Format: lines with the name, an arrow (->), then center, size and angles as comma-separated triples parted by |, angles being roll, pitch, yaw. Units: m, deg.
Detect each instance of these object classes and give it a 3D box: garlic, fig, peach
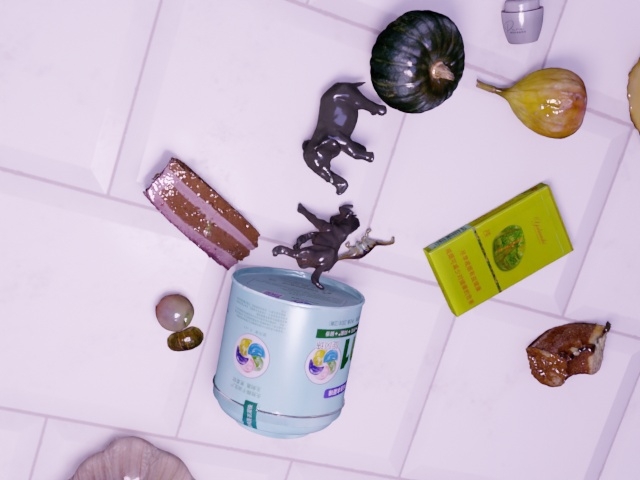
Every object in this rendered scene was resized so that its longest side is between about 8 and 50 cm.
garlic -> -0.404, 0.583, 1.653 | 0.321, 0.241, 0.322 | -8, 103, -35
fig -> 0.471, -0.321, 1.715 | 0.257, 0.159, 0.159 | 15, 99, 0
peach -> -0.313, 0.154, 1.642 | 0.083, 0.083, 0.083 | -3, 104, -14

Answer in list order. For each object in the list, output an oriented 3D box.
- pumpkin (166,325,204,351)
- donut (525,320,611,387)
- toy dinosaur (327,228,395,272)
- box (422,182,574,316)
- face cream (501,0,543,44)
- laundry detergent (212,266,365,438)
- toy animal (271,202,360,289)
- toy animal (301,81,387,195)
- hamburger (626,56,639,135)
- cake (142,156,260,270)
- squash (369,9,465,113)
pumpkin -> -0.298, 0.223, 1.688 | 0.083, 0.028, 0.050 | -18, 108, -5
donut -> 0.618, 0.278, 1.897 | 0.186, 0.144, 0.126 | -27, 118, -39
toy dinosaur -> 0.087, 0.014, 1.733 | 0.180, 0.037, 0.058 | -22, 102, -9
box -> 0.426, 0.022, 1.817 | 0.335, 0.047, 0.187 | -29, 108, -6
face cream -> 0.443, -0.484, 1.681 | 0.091, 0.091, 0.095 | -14, 114, -11
laundry detergent -> -0.073, 0.239, 1.613 | 0.287, 0.287, 0.305 | 8, 100, -16
toy animal -> 0.000, 0.000, 1.643 | 0.148, 0.233, 0.085 | 5, 135, 24
toy animal -> 0.043, -0.223, 1.639 | 0.146, 0.114, 0.245 | 16, 77, -24
hamburger -> 0.857, -0.321, 1.747 | 0.186, 0.261, 0.303 | -16, 124, -15
cake -> -0.251, -0.060, 1.615 | 0.116, 0.113, 0.295 | -43, 122, 0
squash -> 0.205, -0.373, 1.601 | 0.218, 0.172, 0.218 | -4, 105, -13
